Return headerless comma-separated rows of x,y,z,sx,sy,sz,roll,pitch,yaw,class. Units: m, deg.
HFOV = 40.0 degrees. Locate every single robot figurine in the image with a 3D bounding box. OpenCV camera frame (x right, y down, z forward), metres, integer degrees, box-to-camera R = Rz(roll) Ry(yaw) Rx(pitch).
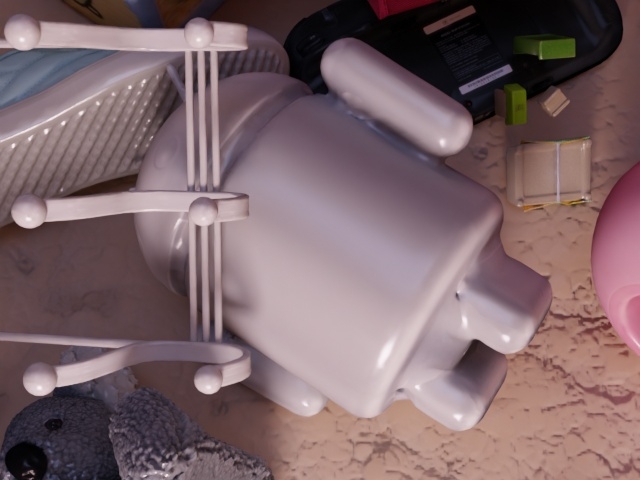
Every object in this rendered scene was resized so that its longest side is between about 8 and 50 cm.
0.000,0.000,0.691,0.353,0.200,0.300,33,108,13,robot figurine

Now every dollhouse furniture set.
0.198,-0.107,0.793,0.076,0.058,0.152,-7,106,-7,dollhouse furniture set

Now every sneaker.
-0.215,-0.137,0.795,0.365,0.135,0.150,-21,58,-13,sneaker

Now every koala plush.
-0.160,0.191,0.660,0.221,0.203,0.196,22,84,32,koala plush

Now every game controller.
0.128,-0.192,0.840,0.319,0.067,0.167,-26,84,-6,game controller

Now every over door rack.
-0.205,-0.027,0.602,0.324,0.108,0.240,4,100,23,over door rack

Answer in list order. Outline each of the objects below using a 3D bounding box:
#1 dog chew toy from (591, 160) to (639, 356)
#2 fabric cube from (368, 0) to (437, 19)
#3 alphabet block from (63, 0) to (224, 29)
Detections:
0.363,-0.038,0.694,0.206,0.207,0.332,38,67,16,dog chew toy
0.121,-0.390,0.769,0.258,0.254,0.259,-18,44,-3,fabric cube
-0.181,-0.325,0.832,0.197,0.192,0.193,35,73,16,alphabet block
